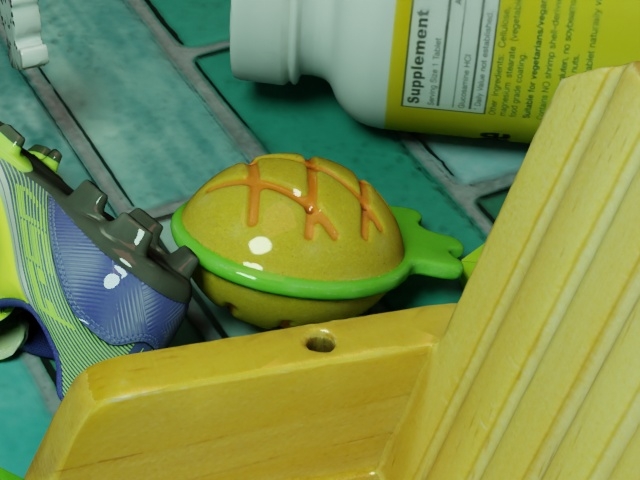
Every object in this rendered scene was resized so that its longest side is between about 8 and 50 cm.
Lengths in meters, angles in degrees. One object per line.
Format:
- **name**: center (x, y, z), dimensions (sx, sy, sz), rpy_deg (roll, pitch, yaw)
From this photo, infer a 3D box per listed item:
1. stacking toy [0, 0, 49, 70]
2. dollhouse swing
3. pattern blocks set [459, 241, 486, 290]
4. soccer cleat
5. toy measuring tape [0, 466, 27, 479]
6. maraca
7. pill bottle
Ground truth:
- **stacking toy**: center (-0.279, -0.120, 1.118), dimensions (0.167, 0.052, 0.221), rpy_deg (-14, 11, -22)
- **dollhouse swing**: center (0.023, 0.126, 0.727), dimensions (0.315, 0.305, 0.347), rpy_deg (-8, 43, -14)
- **pattern blocks set**: center (0.203, 0.063, 1.010), dimensions (0.324, 0.026, 0.285), rpy_deg (-29, 43, -31)
- **soccer cleat**: center (-0.183, 0.001, 1.023), dimensions (0.289, 0.093, 0.121), rpy_deg (33, 91, 45)
- **toy measuring tape**: center (-0.112, 0.216, 0.673), dimensions (0.121, 0.121, 0.330), rpy_deg (-15, 46, -21)
- **maraca**: center (0.000, 0.000, 1.034), dimensions (0.185, 0.099, 0.127), rpy_deg (-4, 32, -38)
- **pill bottle**: center (0.115, -0.158, 1.156), dimensions (0.333, 0.188, 0.188), rpy_deg (6, 40, 3)
